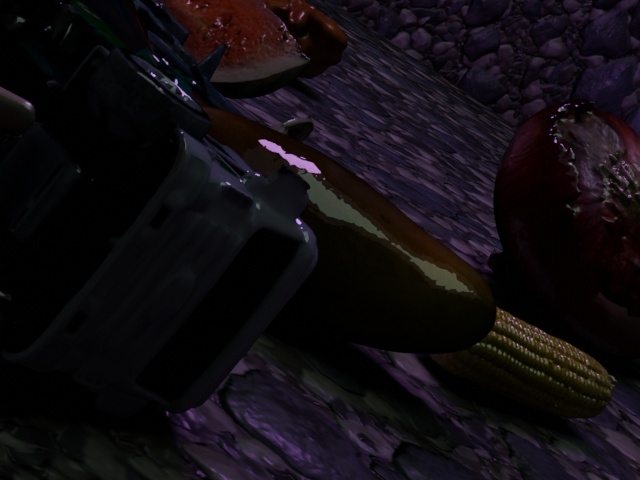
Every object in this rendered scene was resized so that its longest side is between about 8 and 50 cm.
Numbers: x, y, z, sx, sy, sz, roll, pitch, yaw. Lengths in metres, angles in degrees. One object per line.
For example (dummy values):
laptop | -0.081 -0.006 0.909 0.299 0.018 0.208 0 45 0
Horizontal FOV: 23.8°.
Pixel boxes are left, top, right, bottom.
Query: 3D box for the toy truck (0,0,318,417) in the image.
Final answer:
toy truck | -0.145 -0.059 0.815 0.178 0.176 0.363 32 9 -42

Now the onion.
onion | 0.267 0.001 1.555 0.272 0.195 0.272 22 56 -37

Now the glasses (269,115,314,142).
glasses | 0.019 -0.023 1.237 0.220 0.088 0.189 33 12 6

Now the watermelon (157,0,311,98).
watermelon | -0.117 -0.219 1.599 0.245 0.119 0.063 41 4 35

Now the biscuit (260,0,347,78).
biscuit | -0.143 -0.333 1.996 0.312 0.110 0.318 16 20 -48

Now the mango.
mango | -0.005 0.001 1.034 0.267 0.111 0.133 32 -3 7

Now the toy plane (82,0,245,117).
toy plane | -0.160 -0.178 1.374 0.326 0.104 0.223 30 -16 -23

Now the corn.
corn | 0.153 0.092 1.165 0.165 0.063 0.085 25 -9 -31

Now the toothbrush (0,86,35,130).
toothbrush | -0.303 -0.106 0.713 0.375 0.028 0.037 16 14 11
